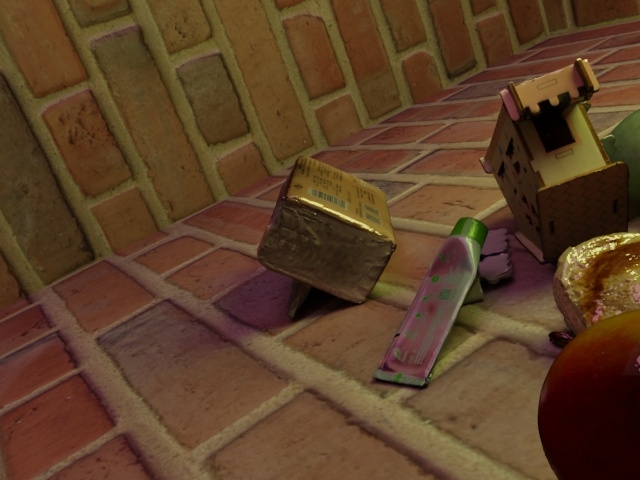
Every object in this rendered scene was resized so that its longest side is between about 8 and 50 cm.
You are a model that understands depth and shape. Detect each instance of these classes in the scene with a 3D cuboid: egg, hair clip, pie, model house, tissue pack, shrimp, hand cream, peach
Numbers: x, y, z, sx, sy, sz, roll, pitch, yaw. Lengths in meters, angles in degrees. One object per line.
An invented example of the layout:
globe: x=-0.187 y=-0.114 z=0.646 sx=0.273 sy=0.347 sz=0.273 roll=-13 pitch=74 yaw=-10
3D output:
egg: x=0.555 y=-0.138 z=1.002 sx=0.236 sy=0.169 sz=0.169 roll=-4 pitch=25 yaw=39
hair clip: x=0.240 y=0.034 z=1.057 sx=0.140 sy=0.054 sz=0.220 roll=-20 pitch=15 yaw=19
pie: x=0.372 y=0.061 z=0.744 sx=0.179 sy=0.084 sz=0.205 roll=-13 pitch=32 yaw=3
model house: x=0.374 y=-0.095 z=0.995 sx=0.169 sy=0.244 sz=0.326 roll=-17 pitch=-15 yaw=3
tissue pack: x=0.000 y=0.000 z=1.229 sx=0.238 sy=0.238 sz=0.305 roll=-18 pitch=19 yaw=9
shrimp: x=0.323 y=0.097 z=0.822 sx=0.091 sy=0.025 sz=0.127 roll=-22 pitch=21 yaw=1
hand cream: x=0.166 y=0.083 z=0.906 sx=0.275 sy=0.050 sz=0.079 roll=-59 pitch=10 yaw=-28
peach: x=0.266 y=0.147 z=0.514 sx=0.197 sy=0.197 sz=0.197 roll=-19 pitch=18 yaw=7
